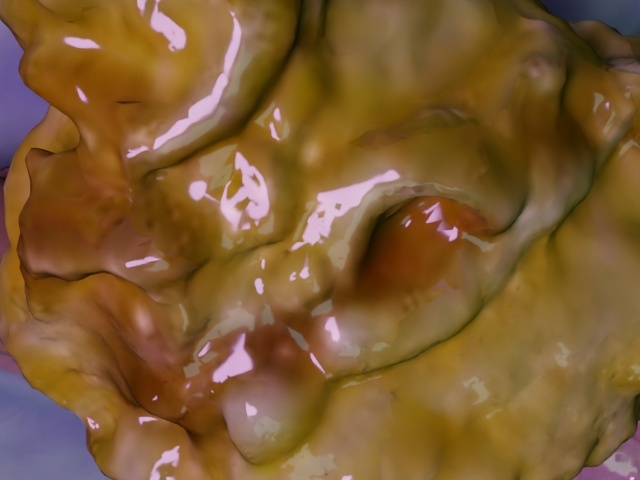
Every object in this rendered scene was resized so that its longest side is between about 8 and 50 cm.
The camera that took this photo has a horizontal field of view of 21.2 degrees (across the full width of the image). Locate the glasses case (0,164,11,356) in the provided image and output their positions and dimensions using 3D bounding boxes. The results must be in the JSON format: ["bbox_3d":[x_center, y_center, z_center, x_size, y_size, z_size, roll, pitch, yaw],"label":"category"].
[{"bbox_3d":[-0.100,0.015,0.704,0.102,0.070,0.193,-18,149,42],"label":"glasses case"}]

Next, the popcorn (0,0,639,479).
[{"bbox_3d":[0.000,0.000,0.599,0.286,0.173,0.225,21,84,-30],"label":"popcorn"}]

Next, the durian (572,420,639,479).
[{"bbox_3d":[0.171,0.199,0.902,0.305,0.196,0.185,-3,142,-21],"label":"durian"}]
